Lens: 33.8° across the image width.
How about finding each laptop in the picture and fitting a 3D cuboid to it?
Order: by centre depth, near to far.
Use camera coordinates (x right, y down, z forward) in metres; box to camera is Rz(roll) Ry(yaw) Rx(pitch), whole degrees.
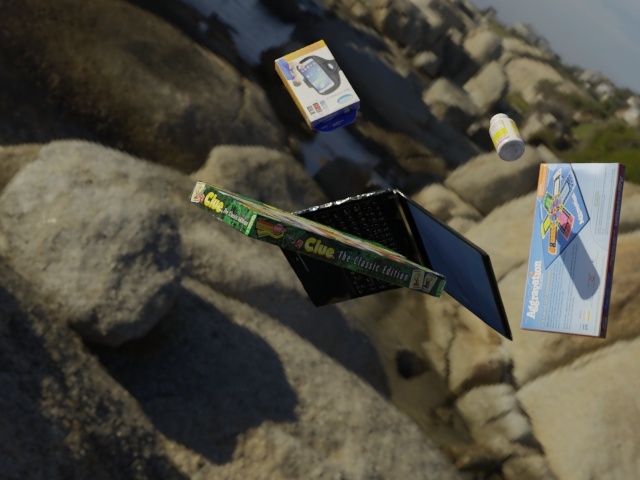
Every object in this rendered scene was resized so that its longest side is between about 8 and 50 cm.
[{"bbox_3d":[0.093,0.053,1.360,0.234,0.264,0.136,62,17,-54],"label":"laptop"}]

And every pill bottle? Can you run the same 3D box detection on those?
[{"bbox_3d":[0.289,-0.163,1.641,0.043,0.043,0.083,35,28,-30],"label":"pill bottle"}]

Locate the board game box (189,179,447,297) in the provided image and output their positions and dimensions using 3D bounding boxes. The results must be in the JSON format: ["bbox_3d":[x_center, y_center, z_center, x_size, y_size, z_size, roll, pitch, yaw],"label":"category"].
[{"bbox_3d":[0.000,0.000,1.119,0.259,0.030,0.136,19,3,-36],"label":"board game box"}]

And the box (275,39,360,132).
[{"bbox_3d":[-0.001,-0.223,1.542,0.136,0.081,0.028,60,-12,23],"label":"box"}]

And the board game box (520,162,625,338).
[{"bbox_3d":[0.411,0.013,1.718,0.145,0.281,0.027,3,-8,40],"label":"board game box"}]
